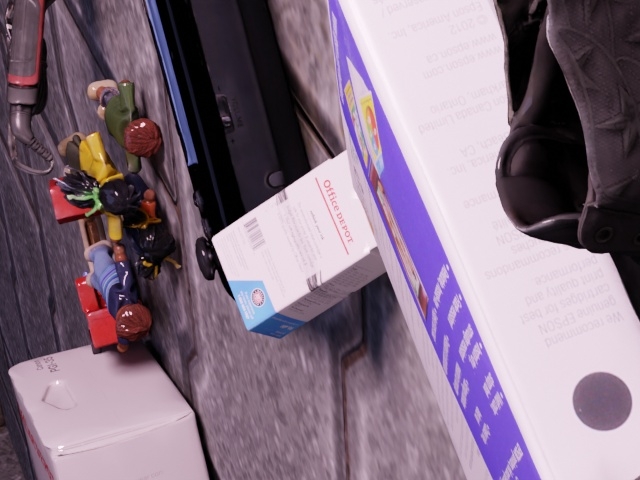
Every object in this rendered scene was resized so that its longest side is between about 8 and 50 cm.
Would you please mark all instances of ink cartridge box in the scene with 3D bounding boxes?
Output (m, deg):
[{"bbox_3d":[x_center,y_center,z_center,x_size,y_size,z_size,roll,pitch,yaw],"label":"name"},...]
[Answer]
[{"bbox_3d":[-0.149,0.243,1.389,0.207,0.117,0.283,-141,38,-65],"label":"ink cartridge box"},{"bbox_3d":[0.000,0.000,0.734,0.028,0.083,0.048,21,-139,-57],"label":"ink cartridge box"},{"bbox_3d":[0.058,0.039,0.512,0.206,0.045,0.208,79,171,-74],"label":"ink cartridge box"}]

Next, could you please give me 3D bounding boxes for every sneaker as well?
[{"bbox_3d":[0.076,-0.014,0.382,0.051,0.089,0.170,-129,28,-56],"label":"sneaker"}]

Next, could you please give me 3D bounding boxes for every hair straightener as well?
[{"bbox_3d":[-0.197,-0.149,1.204,0.089,0.047,0.231,114,153,-69],"label":"hair straightener"}]

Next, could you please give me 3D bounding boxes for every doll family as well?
[{"bbox_3d":[-0.137,-0.015,1.189,0.111,0.076,0.193,41,149,57],"label":"doll family"}]

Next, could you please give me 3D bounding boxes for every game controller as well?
[{"bbox_3d":[-0.071,-0.125,0.842,0.166,0.067,0.319,179,76,-74],"label":"game controller"}]

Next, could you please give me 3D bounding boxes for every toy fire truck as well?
[{"bbox_3d":[-0.170,0.017,1.339,0.192,0.047,0.135,165,91,-83],"label":"toy fire truck"}]
